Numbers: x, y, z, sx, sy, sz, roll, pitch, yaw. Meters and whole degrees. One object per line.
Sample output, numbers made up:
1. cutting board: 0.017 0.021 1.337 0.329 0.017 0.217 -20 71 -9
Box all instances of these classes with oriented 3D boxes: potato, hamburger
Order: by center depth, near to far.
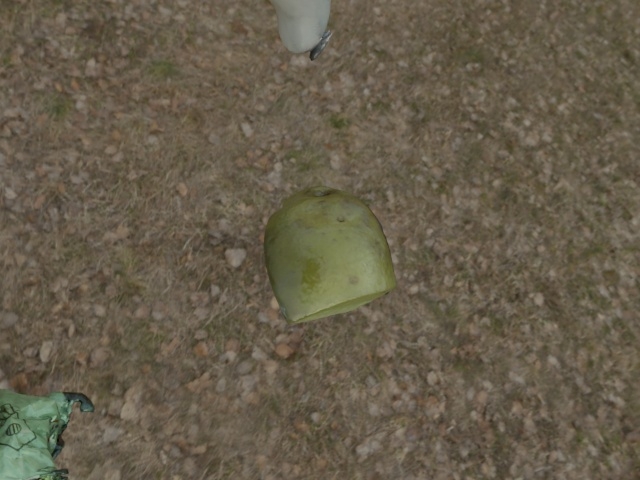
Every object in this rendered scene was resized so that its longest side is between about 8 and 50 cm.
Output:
1. potato: 0.000 0.000 0.636 0.120 0.081 0.149 -6 64 -58
2. hamburger: -0.416 0.251 0.735 0.260 0.276 0.150 -31 107 -4

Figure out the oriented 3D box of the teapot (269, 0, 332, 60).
1. teapot: 0.004 -0.290 0.249 0.252 0.424 0.280 20 20 26
